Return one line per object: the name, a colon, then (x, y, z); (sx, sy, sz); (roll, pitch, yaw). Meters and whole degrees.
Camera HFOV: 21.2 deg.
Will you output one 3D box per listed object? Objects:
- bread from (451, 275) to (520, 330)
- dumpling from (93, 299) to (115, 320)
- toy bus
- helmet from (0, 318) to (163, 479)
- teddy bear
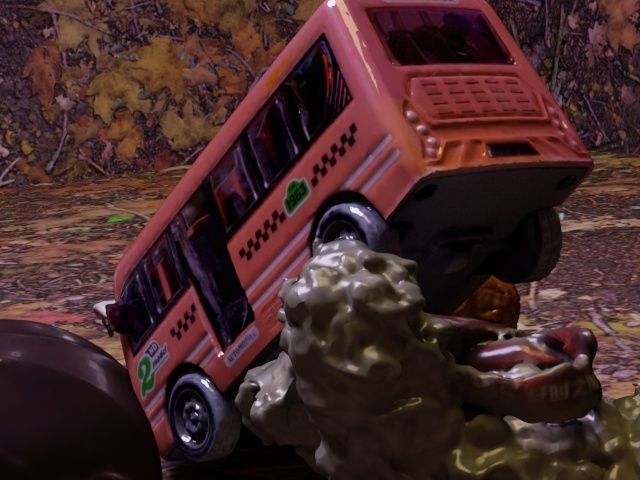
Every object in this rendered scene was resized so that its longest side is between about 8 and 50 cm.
bread: (0.081, 0.073, 1.665); (0.246, 0.135, 0.232); (8, 17, -23)
dumpling: (-0.106, 0.105, 1.638); (0.215, 0.126, 0.166); (-4, -7, 18)
toy bus: (0.000, 0.000, 1.366); (0.203, 0.233, 0.427); (-5, -30, -40)
helmet: (-0.240, 0.144, 1.265); (0.305, 0.177, 0.225); (-12, 10, -36)
teddy bear: (0.117, 0.117, 1.201); (0.357, 0.225, 0.367); (9, 5, -7)
